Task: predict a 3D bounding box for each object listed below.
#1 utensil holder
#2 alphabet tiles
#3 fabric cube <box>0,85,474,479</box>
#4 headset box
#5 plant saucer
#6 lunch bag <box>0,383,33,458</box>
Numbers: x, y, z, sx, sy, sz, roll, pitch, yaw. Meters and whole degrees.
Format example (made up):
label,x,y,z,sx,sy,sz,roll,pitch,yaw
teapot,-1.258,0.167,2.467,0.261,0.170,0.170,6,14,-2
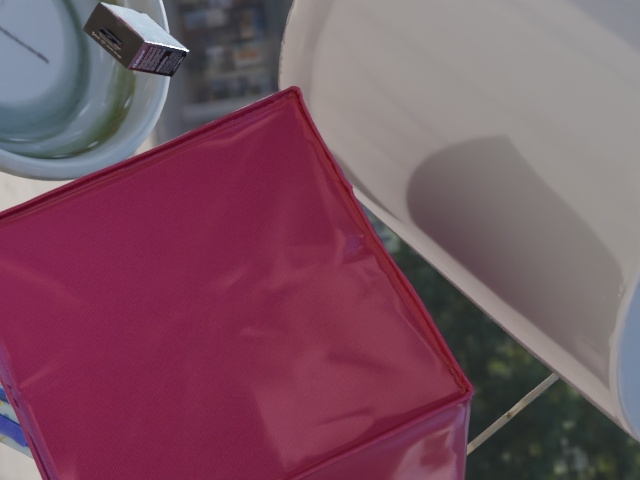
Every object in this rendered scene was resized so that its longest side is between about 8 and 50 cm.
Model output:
label,x,y,z,sx,sy,sz,roll,pitch,yaw
utensil holder,0.204,-0.079,1.236,0.385,0.327,0.327,44,-29,44
alphabet tiles,0.255,0.185,2.069,0.011,0.285,0.342,50,-20,9
fabric cube,-0.069,0.104,1.132,0.258,0.254,0.259,83,-19,-60
headset box,-0.165,-0.177,1.522,0.062,0.032,0.083,41,18,21
plant saucer,-0.342,-0.238,1.827,0.100,0.400,0.400,-26,-114,43
lunch bag,-0.382,0.174,2.114,0.090,0.219,0.176,-62,-177,23
